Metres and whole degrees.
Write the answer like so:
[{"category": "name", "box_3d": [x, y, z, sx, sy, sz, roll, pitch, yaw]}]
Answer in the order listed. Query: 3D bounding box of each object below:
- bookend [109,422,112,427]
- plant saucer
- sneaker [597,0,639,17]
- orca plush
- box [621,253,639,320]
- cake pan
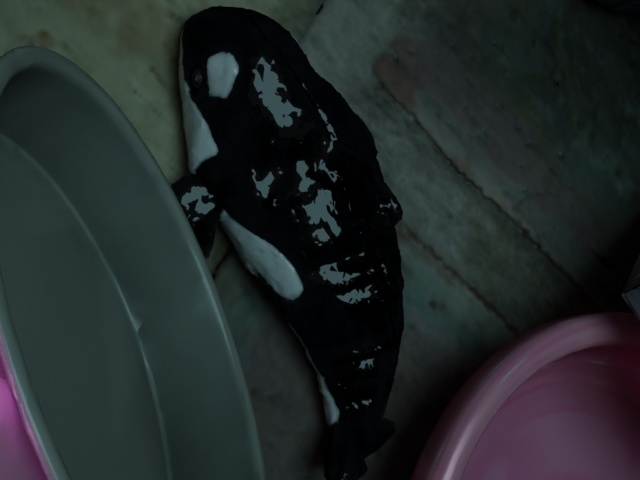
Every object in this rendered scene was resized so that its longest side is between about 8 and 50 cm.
[{"category": "bookend", "box_3d": [-0.172, 0.084, 0.713, 0.157, 0.072, 0.156, 14, 79, -32]}, {"category": "plant saucer", "box_3d": [0.172, 0.213, 0.919, 0.332, 0.084, 0.332, 3, 84, -32]}, {"category": "sneaker", "box_3d": [0.307, -0.213, 1.033, 0.275, 0.107, 0.110, 11, 68, -34]}, {"category": "orca plush", "box_3d": [0.000, 0.000, 0.812, 0.151, 0.102, 0.287, -7, 90, -33]}, {"category": "box", "box_3d": [0.291, 0.054, 0.942, 0.183, 0.056, 0.231, 54, 30, -5]}, {"category": "cake pan", "box_3d": [-0.104, 0.055, 0.664, 0.054, 0.293, 0.293, -20, 100, 12]}]
